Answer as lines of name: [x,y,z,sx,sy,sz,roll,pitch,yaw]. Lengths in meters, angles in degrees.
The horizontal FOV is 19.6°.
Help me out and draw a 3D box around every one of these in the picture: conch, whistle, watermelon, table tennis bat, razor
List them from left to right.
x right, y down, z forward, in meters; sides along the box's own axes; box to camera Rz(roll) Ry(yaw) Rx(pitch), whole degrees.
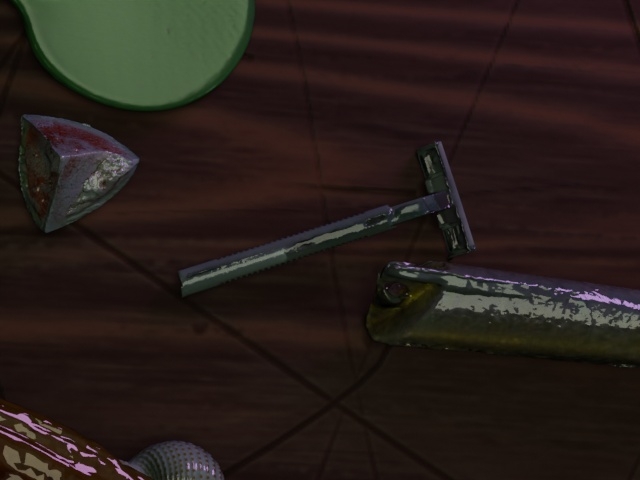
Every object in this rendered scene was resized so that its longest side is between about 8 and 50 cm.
table tennis bat: [-0.170,-0.178,1.285,0.257,0.039,0.160,10,84,-16]
watermelon: [-0.165,-0.052,1.260,0.085,0.061,0.085,0,87,-2]
conch: [-0.105,0.169,1.259,0.085,0.056,0.076,21,109,9]
razor: [0.001,-0.001,1.303,0.211,0.036,0.084,-18,87,-13]
whistle: [0.195,0.057,1.323,0.326,0.068,0.057,8,42,-10]

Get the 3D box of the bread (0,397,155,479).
bread: [-0.231,0.240,1.172,0.324,0.167,0.277,28,80,-17]
